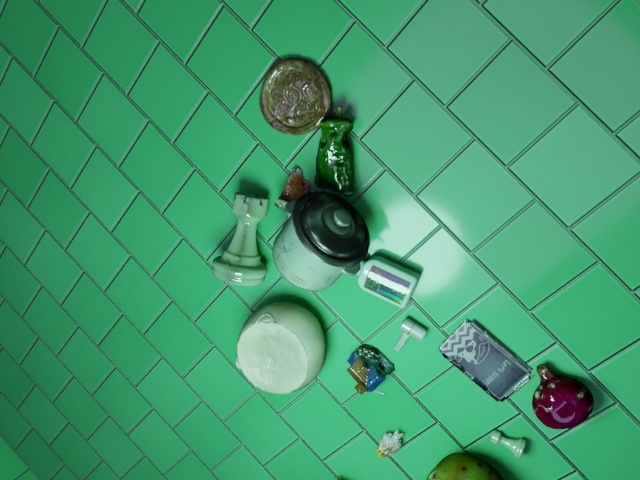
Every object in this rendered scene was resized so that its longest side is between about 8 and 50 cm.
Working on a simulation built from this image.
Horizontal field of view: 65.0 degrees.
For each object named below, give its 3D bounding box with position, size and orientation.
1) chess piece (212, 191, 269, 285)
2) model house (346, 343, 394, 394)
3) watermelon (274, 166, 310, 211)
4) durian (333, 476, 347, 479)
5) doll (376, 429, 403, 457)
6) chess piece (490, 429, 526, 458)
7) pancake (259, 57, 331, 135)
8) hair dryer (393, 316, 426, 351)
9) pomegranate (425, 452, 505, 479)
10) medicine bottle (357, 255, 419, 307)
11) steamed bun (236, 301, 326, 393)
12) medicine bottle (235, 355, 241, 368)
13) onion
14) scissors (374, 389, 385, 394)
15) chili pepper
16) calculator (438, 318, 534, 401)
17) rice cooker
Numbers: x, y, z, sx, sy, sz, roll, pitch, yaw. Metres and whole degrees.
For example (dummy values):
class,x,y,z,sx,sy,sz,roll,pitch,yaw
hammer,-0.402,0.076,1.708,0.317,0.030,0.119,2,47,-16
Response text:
class,x,y,z,sx,sy,sz,roll,pitch,yaw
chess piece,-0.261,-0.011,1.733,0.194,0.194,0.299,14,100,17
model house,0.157,0.449,1.710,0.148,0.149,0.119,45,115,2
watermelon,-0.087,-0.149,1.694,0.098,0.121,0.158,21,67,-1
durian,0.086,0.998,1.901,0.144,0.139,0.252,21,112,19
doll,0.246,0.728,1.790,0.073,0.084,0.127,34,122,8
chess piece,0.612,0.663,1.645,0.103,0.067,0.067,19,111,24
pancake,-0.083,-0.459,1.607,0.250,0.031,0.250,6,107,21
hair dryer,0.289,0.329,1.684,0.082,0.047,0.137,33,120,9
pomegranate,0.484,0.850,1.679,0.310,0.216,0.358,58,146,-2
medicine bottle,0.196,0.120,1.637,0.229,0.083,0.121,25,115,14
steamed bun,-0.130,0.369,1.765,0.324,0.206,0.324,6,109,18
medicine bottle,-0.276,0.461,1.931,0.089,0.057,0.057,-18,98,25
onion,0.711,0.472,1.509,0.173,0.135,0.198,-36,88,23
scissors,0.192,0.537,1.800,0.083,0.006,0.036,12,107,18
chili pepper,0.047,-0.284,1.574,0.136,0.099,0.270,21,120,39
calculator,0.530,0.388,1.616,0.274,0.028,0.165,41,112,4
rice cooker,0.000,0.000,1.557,0.317,0.264,0.316,23,128,32
